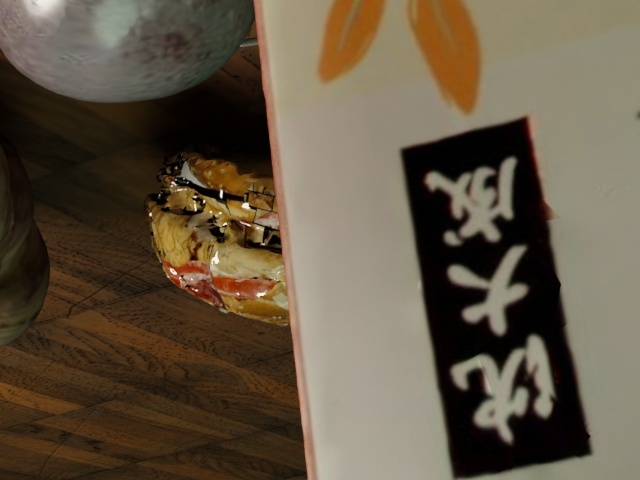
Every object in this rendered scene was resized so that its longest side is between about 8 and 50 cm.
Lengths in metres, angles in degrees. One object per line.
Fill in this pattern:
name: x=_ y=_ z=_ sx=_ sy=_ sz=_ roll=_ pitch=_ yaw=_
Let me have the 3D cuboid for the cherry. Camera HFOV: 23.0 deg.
cherry: x=-0.059 y=-0.131 z=0.720 sx=0.188 sy=0.115 sz=0.148 roll=-8 pitch=122 yaw=-21

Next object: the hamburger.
hamburger: x=0.000 y=0.000 z=0.979 sx=0.231 sy=0.107 sz=0.231 roll=14 pitch=-169 yaw=-3

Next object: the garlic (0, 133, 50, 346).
garlic: x=-0.274 y=-0.006 z=0.908 sx=0.244 sy=0.161 sz=0.245 roll=-17 pitch=146 yaw=-12

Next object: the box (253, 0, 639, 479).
box: x=0.157 y=-0.123 z=0.392 sx=0.344 sy=0.385 sz=0.122 roll=-13 pitch=158 yaw=14
